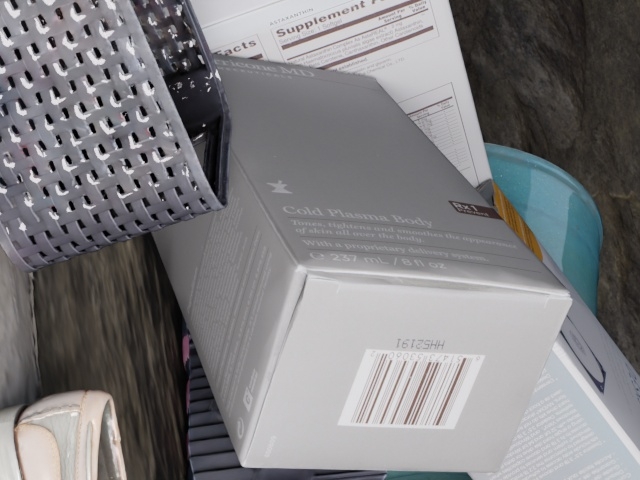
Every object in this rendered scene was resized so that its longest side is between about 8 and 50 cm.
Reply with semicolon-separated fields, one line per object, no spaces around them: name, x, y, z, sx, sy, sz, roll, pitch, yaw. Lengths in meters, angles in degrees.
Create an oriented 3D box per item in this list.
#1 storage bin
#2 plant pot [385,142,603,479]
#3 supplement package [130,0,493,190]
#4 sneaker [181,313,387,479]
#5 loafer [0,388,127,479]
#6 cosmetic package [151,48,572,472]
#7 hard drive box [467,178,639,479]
storage bin;-0.104;-0.094;0.447;0.122;0.084;0.180;-96;167;-62
plant pot;0.101;0.100;0.955;0.271;0.272;0.255;64;24;-51
supplement package;-0.019;-0.133;0.761;0.262;0.198;0.199;62;11;-56
sneaker;-0.021;0.101;0.633;0.319;0.112;0.131;-87;175;-65
loafer;-0.069;0.109;0.377;0.045;0.039;0.125;-41;113;-84
cosmetic package;0.000;0.000;0.557;0.238;0.127;0.107;-121;-138;-52
hard drive box;0.141;0.100;0.728;0.232;0.089;0.181;51;17;-15
